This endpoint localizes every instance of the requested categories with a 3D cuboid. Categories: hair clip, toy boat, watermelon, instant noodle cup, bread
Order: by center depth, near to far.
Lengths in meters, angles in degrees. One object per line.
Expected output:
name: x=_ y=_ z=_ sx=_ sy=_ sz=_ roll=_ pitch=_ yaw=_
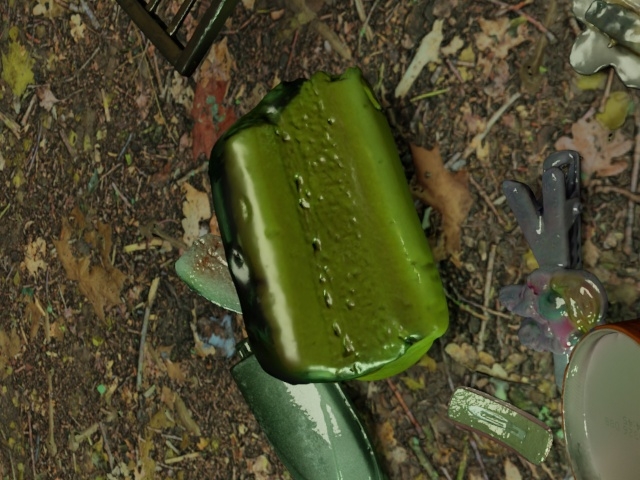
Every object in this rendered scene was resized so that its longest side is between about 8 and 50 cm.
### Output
instant noodle cup: x=0.348 y=0.164 z=0.691 sx=0.250 sy=0.192 sz=0.250 roll=179 pitch=90 yaw=-78
hair clip: x=0.366 y=-0.196 z=0.810 sx=0.257 sy=0.075 sz=0.146 roll=42 pitch=117 yaw=20
hair clip: x=0.261 y=0.036 z=0.881 sx=0.137 sy=0.090 sz=0.278 roll=-7 pitch=88 yaw=44
hair clip: x=0.220 y=0.226 z=0.960 sx=0.137 sy=0.022 sz=0.054 roll=22 pitch=104 yaw=33
bread: x=0.000 y=0.000 z=0.984 sx=0.208 sy=0.251 sz=0.376 roll=127 pitch=126 yaw=-75
toy boat: x=-0.006 y=0.261 z=1.087 sx=0.141 sy=0.092 sz=0.319 roll=-36 pitch=79 yaw=31
watermelon: x=-0.125 y=0.063 z=1.175 sx=0.180 sy=0.081 sz=0.094 roll=42 pitch=99 yaw=10

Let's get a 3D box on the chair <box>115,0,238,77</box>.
chair: x=-0.044 y=-0.416 z=0.997 sx=0.203 sy=0.240 sz=0.416 roll=50 pitch=122 yaw=23
